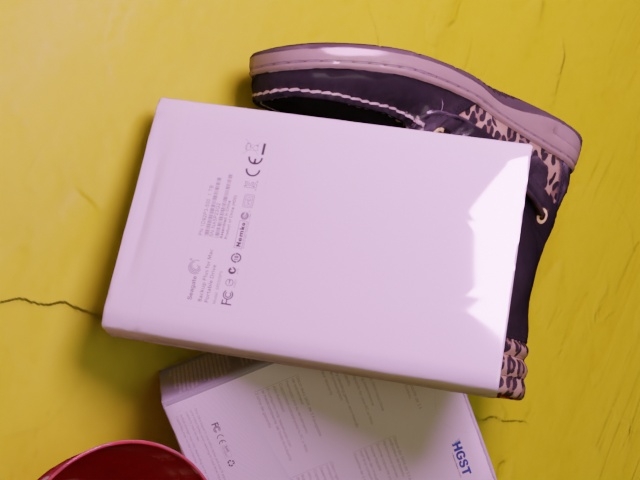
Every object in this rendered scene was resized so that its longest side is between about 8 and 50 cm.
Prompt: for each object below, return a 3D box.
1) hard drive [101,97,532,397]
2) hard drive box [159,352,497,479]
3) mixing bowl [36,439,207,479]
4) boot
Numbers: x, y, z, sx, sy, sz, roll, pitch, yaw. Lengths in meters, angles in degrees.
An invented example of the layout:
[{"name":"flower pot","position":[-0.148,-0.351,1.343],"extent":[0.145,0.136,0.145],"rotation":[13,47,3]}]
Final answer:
[{"name":"hard drive","position":[0.000,0.000,0.918],"extent":[0.307,0.040,0.203],"rotation":[8,70,8]},{"name":"hard drive box","position":[0.006,0.156,0.972],"extent":[0.232,0.089,0.181],"rotation":[-21,104,-4]},{"name":"mixing bowl","position":[-0.175,0.238,0.893],"extent":[0.181,0.098,0.181],"rotation":[0,90,-38]},{"name":"boot","position":[0.083,-0.010,1.073],"extent":[0.377,0.138,0.284],"rotation":[15,82,-39]}]
